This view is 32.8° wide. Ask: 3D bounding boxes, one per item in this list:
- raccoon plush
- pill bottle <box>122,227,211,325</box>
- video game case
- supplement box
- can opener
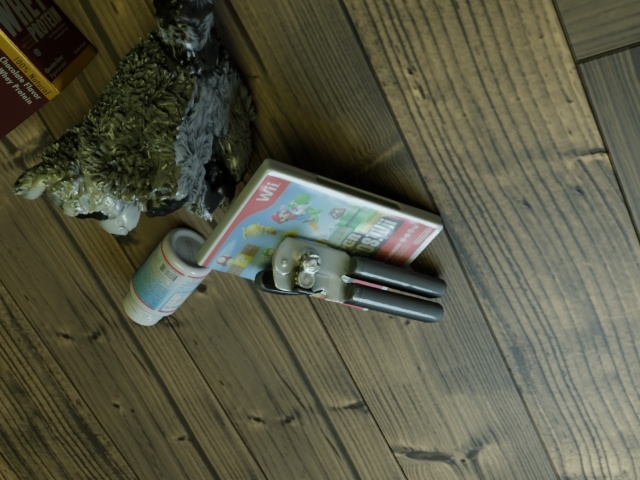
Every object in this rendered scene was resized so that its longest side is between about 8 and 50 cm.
[{"bbox_3d":[-0.259,-0.214,1.459,0.299,0.216,0.446,9,101,24],"label":"raccoon plush"},{"bbox_3d":[-0.235,0.059,1.655,0.087,0.087,0.160,37,126,-10],"label":"pill bottle"},{"bbox_3d":[0.000,0.000,1.512,0.285,0.025,0.204,17,132,-28],"label":"video game case"},{"bbox_3d":[-0.452,-0.252,1.475,0.194,0.129,0.191,-30,111,31],"label":"supplement box"},{"bbox_3d":[0.048,0.058,1.528,0.280,0.074,0.093,13,168,-23],"label":"can opener"}]
